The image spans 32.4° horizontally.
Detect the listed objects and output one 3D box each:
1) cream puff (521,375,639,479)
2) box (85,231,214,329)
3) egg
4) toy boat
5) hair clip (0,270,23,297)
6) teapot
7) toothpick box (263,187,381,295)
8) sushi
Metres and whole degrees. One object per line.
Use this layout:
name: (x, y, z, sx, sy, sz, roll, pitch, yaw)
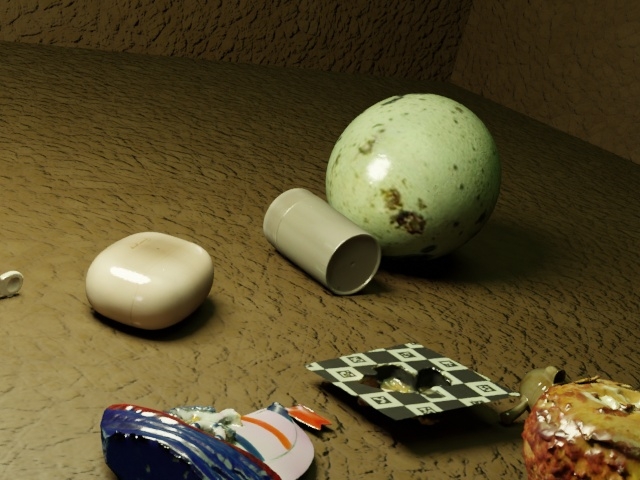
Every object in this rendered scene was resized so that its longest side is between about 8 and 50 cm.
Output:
cream puff: (0.335, 0.249, 1.194, 0.240, 0.164, 0.240, 16, 4, -1)
box: (-0.222, 0.051, 1.449, 0.146, 0.088, 0.200, 17, 20, 12)
egg: (0.157, -0.103, 1.875, 0.287, 0.288, 0.379, 21, 31, 18)
toy boat: (-0.076, 0.224, 1.135, 0.318, 0.072, 0.219, 10, 14, -44)
hair clip: (-0.402, 0.083, 1.309, 0.072, 0.034, 0.226, 11, 20, -13)
teapot: (0.277, 0.200, 1.423, 0.110, 0.085, 0.080, -14, 26, -17)
toothpick box: (0.000, 0.000, 1.730, 0.111, 0.111, 0.180, -1, 25, -38)
sushi: (0.108, 0.191, 1.377, 0.210, 0.040, 0.192, -5, 20, -39)
